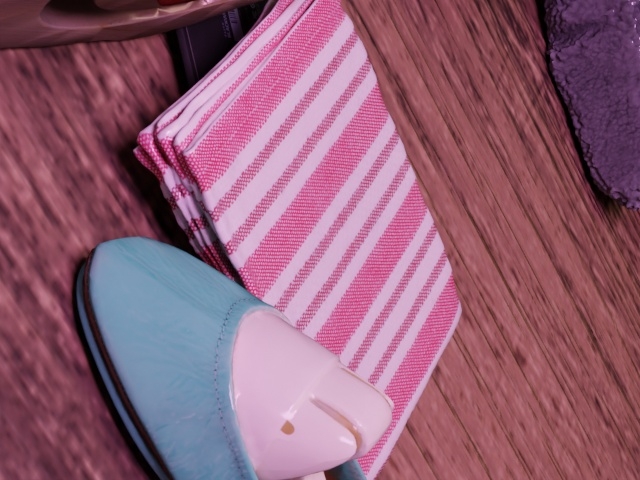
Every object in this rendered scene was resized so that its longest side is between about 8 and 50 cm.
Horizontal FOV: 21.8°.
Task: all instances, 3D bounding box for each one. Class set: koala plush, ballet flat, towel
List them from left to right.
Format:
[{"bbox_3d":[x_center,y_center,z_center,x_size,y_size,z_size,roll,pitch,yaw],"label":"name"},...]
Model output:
[{"bbox_3d":[0.000,0.096,0.626,0.247,0.087,0.083,64,30,-16],"label":"ballet flat"},{"bbox_3d":[0.000,0.000,0.713,0.144,0.029,0.197,-54,130,-45],"label":"towel"},{"bbox_3d":[0.266,-0.158,1.134,0.221,0.196,0.203,-23,85,-57],"label":"koala plush"}]

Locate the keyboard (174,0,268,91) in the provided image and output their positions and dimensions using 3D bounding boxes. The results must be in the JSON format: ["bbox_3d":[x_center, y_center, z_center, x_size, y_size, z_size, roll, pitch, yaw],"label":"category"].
[{"bbox_3d":[-0.037,-0.105,0.739,0.108,0.023,0.180,-4,80,-54],"label":"keyboard"}]

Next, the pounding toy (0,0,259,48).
[{"bbox_3d":[-0.076,-0.155,0.557,0.269,0.154,0.155,-19,91,-62],"label":"pounding toy"}]
